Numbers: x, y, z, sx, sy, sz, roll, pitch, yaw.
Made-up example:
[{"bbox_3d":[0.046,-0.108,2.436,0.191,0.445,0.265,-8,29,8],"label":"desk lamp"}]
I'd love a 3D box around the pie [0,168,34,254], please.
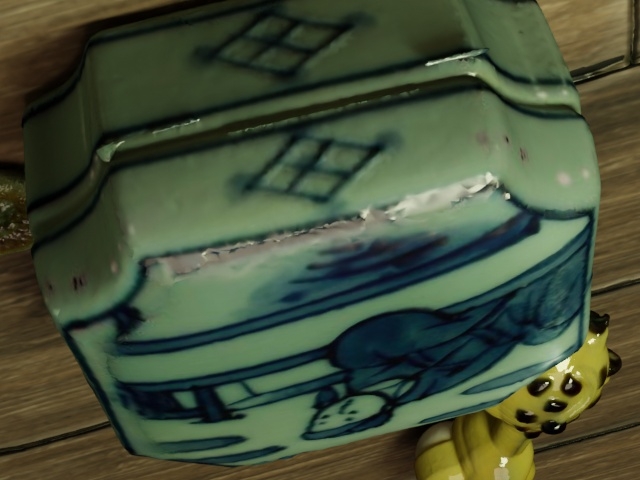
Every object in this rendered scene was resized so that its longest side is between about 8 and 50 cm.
[{"bbox_3d":[-0.185,-0.012,0.901,0.084,0.021,0.084,-11,151,-6],"label":"pie"}]

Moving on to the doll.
[{"bbox_3d":[0.145,0.139,1.248,0.117,0.086,0.291,0,146,-15],"label":"doll"}]

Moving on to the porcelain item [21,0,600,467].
[{"bbox_3d":[0.000,0.000,0.870,0.281,0.157,0.286,-12,150,-2],"label":"porcelain item"}]
